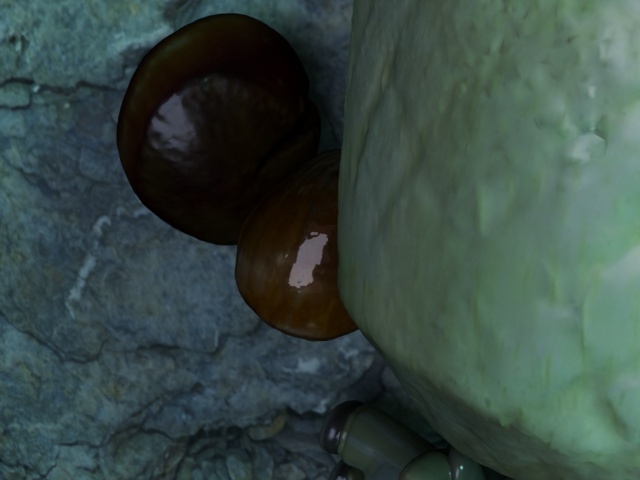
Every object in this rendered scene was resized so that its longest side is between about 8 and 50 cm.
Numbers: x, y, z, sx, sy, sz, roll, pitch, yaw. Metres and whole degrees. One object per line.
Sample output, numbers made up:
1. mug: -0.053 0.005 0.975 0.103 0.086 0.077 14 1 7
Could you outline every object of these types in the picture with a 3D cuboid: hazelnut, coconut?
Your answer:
1. hazelnut: 0.000 0.000 0.625 0.150 0.150 0.150 8 109 23
2. coconut: 0.201 -0.063 0.460 0.345 0.415 0.415 28 118 42
3. hazelnut: -0.093 -0.092 0.693 0.178 0.178 0.204 13 140 21

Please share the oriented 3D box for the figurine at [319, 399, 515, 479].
1. figurine: 0.170 0.259 0.672 0.381 0.203 0.248 20 107 31
